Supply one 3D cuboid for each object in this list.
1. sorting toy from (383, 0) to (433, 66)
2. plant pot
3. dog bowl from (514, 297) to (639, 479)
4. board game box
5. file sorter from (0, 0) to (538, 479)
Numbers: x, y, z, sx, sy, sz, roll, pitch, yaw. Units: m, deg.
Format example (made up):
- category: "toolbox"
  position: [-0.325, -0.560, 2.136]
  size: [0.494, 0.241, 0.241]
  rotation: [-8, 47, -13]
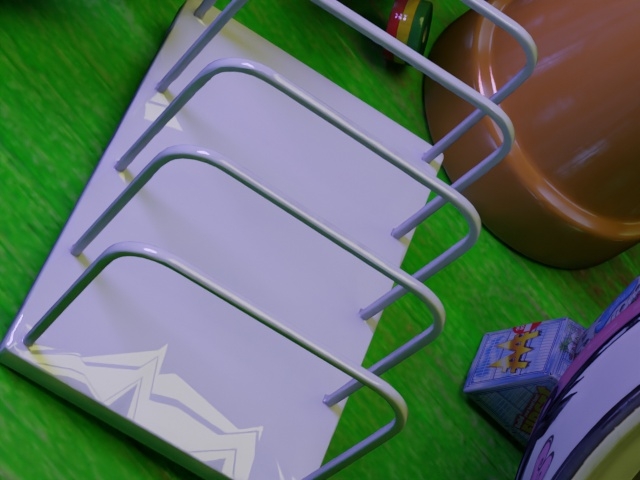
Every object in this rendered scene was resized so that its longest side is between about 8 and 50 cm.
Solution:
- category: "sorting toy"
  position: [0.065, -0.250, 1.237]
  size: [0.046, 0.274, 0.132]
  rotation: [14, 9, 9]
- category: "plant pot"
  position: [0.207, -0.108, 1.301]
  size: [0.205, 0.188, 0.205]
  rotation: [17, 59, -31]
- category: "dog bowl"
  position: [0.293, 0.178, 1.111]
  size: [0.408, 0.408, 0.150]
  rotation: [34, 19, -20]
- category: "board game box"
  position: [0.202, 0.102, 1.218]
  size: [0.194, 0.194, 0.060]
  rotation: [31, 44, -4]
- category: "file sorter"
  position: [-0.015, -0.025, 1.069]
  size: [0.193, 0.173, 0.278]
  rotation: [32, 55, -13]
